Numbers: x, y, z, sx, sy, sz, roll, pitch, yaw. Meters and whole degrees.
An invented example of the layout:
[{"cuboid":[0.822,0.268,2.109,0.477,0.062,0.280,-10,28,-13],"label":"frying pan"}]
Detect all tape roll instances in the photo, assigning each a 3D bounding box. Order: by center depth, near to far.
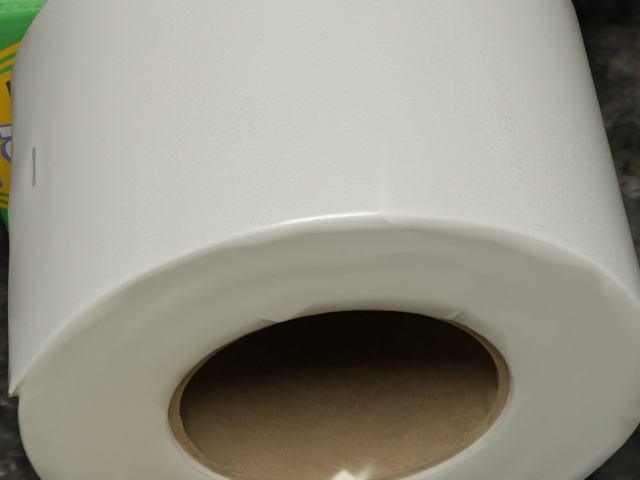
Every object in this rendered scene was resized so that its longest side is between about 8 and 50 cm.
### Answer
[{"cuboid":[0.000,0.000,0.776,0.246,0.246,0.169,-7,53,2],"label":"tape roll"}]

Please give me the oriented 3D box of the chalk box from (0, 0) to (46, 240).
[{"cuboid":[-0.017,-0.121,0.909,0.288,0.180,0.179,-4,53,6],"label":"chalk box"}]
